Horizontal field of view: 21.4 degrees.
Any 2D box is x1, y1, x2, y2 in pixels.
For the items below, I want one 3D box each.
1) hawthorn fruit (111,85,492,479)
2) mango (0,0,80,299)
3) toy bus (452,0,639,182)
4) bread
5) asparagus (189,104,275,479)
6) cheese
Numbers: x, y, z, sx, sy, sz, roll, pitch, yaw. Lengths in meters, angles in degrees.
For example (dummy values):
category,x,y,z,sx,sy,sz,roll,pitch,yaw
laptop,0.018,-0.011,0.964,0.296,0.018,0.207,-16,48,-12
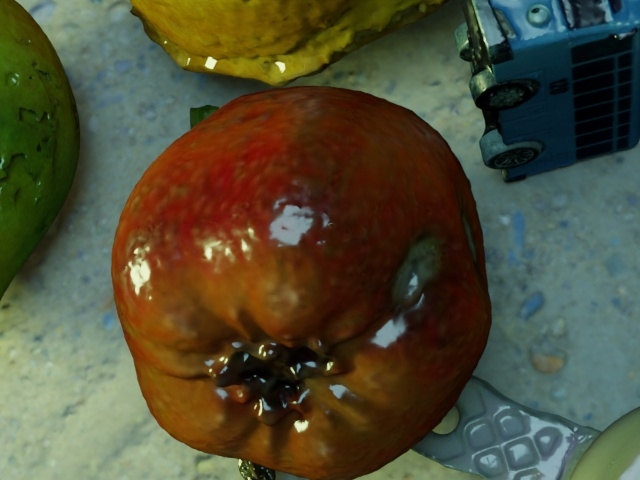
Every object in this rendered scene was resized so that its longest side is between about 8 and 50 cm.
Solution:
category,x,y,z,sx,sy,sz,roll,pitch,yaw
hawthorn fruit,0.000,0.000,0.916,0.207,0.207,0.243,1,34,12
mango,-0.210,-0.040,1.005,0.125,0.111,0.232,-3,73,15
toy bus,0.126,-0.110,0.918,0.106,0.184,0.090,-13,71,5
bread,-0.029,-0.215,0.994,0.268,0.146,0.268,-11,63,23
asparagus,-0.054,0.034,0.994,0.024,0.025,0.248,4,67,-32
cheese,0.171,0.142,0.885,0.286,0.082,0.163,20,75,23
